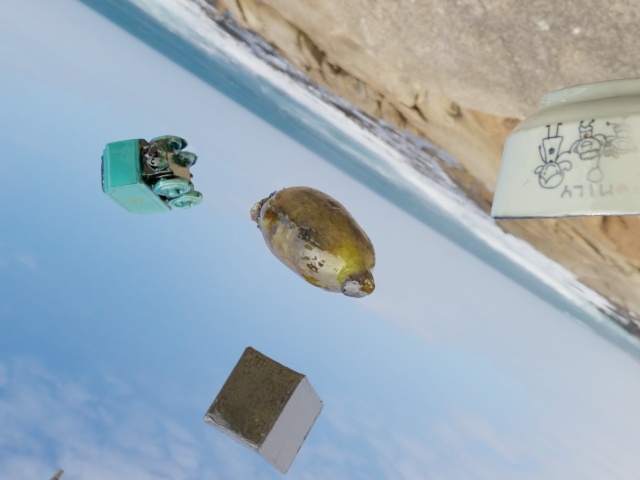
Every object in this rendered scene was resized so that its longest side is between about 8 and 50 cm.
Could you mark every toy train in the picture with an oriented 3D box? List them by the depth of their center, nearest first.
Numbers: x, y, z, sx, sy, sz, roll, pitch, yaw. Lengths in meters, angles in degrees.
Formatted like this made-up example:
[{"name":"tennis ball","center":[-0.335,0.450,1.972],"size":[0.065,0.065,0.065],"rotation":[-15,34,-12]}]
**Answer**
[{"name":"toy train","center":[-0.290,-0.110,1.179],"size":[0.154,0.107,0.198],"rotation":[-8,166,3]}]

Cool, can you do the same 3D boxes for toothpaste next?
[{"name":"toothpaste","center":[-0.547,0.498,1.372],"size":[0.024,0.015,0.083],"rotation":[52,-139,-15]}]

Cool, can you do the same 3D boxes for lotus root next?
[{"name":"lotus root","center":[0.000,0.000,1.149],"size":[0.314,0.141,0.169],"rotation":[39,-178,42]}]

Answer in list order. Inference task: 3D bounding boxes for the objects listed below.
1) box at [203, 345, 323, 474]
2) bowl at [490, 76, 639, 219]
[{"name":"box","center":[-0.112,0.369,1.463],"size":[0.143,0.184,0.273],"rotation":[23,160,21]},{"name":"bowl","center":[0.284,-0.086,0.674],"size":[0.238,0.126,0.238],"rotation":[-5,-178,0]}]
